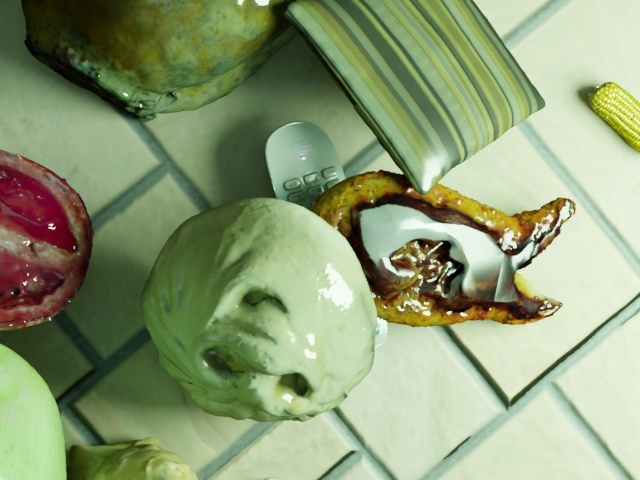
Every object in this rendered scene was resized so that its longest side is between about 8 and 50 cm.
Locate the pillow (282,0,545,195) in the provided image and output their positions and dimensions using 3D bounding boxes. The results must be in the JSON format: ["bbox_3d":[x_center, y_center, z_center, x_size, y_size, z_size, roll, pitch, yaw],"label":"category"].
[{"bbox_3d":[0.092,-0.167,1.240,0.212,0.052,0.208,-36,91,-40],"label":"pillow"}]

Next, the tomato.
[{"bbox_3d":[-0.300,0.015,1.201,0.173,0.099,0.189,30,50,-11],"label":"tomato"}]

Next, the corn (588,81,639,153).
[{"bbox_3d":[0.299,-0.117,1.301,0.037,0.037,0.092,-44,90,-5],"label":"corn"}]

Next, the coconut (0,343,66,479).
[{"bbox_3d":[-0.347,0.216,1.113,0.281,0.328,0.328,-37,91,13],"label":"coconut"}]

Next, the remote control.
[{"bbox_3d":[0.000,0.000,1.269,0.073,0.044,0.229,-20,97,-24],"label":"remote control"}]

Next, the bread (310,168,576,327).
[{"bbox_3d":[0.108,0.010,1.245,0.269,0.095,0.139,6,104,-27],"label":"bread"}]

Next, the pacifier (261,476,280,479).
[{"bbox_3d":[-0.061,0.252,1.247,0.099,0.081,0.078,28,50,17],"label":"pacifier"}]

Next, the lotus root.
[{"bbox_3d":[-0.157,-0.252,1.218,0.267,0.149,0.260,43,84,1],"label":"lotus root"}]

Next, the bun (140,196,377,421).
[{"bbox_3d":[-0.060,0.077,1.172,0.231,0.133,0.231,13,123,21],"label":"bun"}]

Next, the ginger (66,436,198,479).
[{"bbox_3d":[-0.154,0.277,1.210,0.115,0.122,0.193,-9,94,-25],"label":"ginger"}]
